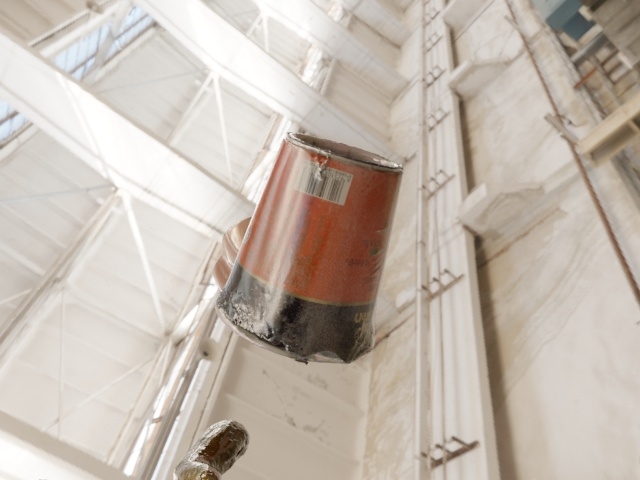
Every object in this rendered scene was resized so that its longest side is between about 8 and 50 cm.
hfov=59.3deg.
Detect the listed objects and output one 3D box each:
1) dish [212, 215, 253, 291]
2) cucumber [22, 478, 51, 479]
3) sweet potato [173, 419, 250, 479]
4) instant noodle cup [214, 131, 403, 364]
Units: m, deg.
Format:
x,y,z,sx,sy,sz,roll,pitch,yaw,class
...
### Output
x,y,z,sx,sy,sz,roll,pitch,yaw,class
-0.056,0.053,0.860,0.213,0.213,0.090,19,-143,-35,dish
-0.066,0.113,0.186,0.067,0.293,0.068,16,-111,-50,cucumber
-0.146,0.292,0.736,0.062,0.081,0.233,51,-179,3,sweet potato
-0.002,-0.001,0.406,0.127,0.136,0.127,15,-165,-4,instant noodle cup
